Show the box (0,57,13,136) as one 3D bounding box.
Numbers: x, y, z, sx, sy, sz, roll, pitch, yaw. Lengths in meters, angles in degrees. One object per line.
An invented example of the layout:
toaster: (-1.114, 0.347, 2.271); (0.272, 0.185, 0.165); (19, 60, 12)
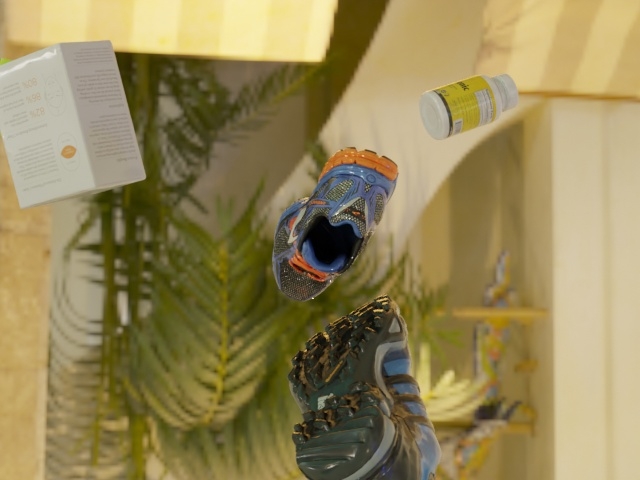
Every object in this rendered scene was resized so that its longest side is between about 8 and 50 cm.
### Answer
box: (-0.400, -0.191, 1.892); (0.178, 0.109, 0.042); (16, 163, 6)

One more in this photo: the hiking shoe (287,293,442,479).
hiking shoe: (0.044, 0.158, 1.136); (0.113, 0.132, 0.304); (-29, -162, 17)

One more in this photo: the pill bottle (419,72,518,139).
pill bottle: (0.189, -0.173, 1.630); (0.116, 0.065, 0.065); (-19, -179, -19)

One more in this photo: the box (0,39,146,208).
box: (-0.298, -0.135, 1.514); (0.130, 0.170, 0.091); (-12, -177, 34)

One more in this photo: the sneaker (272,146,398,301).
sneaker: (0.000, 0.000, 1.227); (0.083, 0.087, 0.221); (23, 144, -5)
